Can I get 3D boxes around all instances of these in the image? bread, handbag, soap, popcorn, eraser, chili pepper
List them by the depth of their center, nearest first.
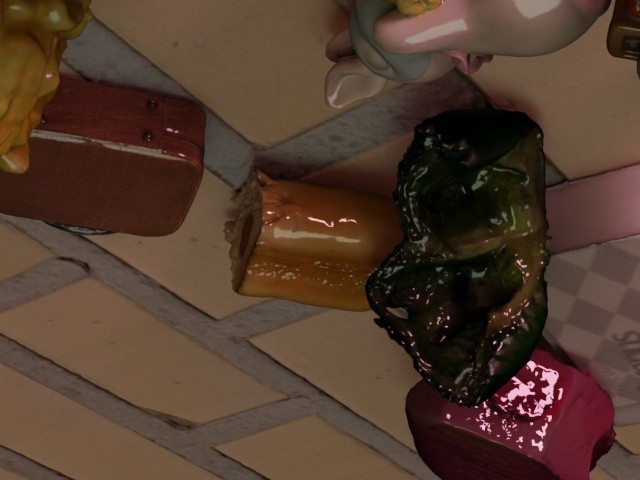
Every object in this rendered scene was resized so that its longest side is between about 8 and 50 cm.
[{"bbox_3d":[-0.278,-0.149,0.902,0.225,0.249,0.249,-48,133,3],"label":"popcorn"},{"bbox_3d":[-0.205,-0.070,1.148,0.193,0.072,0.151,8,146,-14],"label":"handbag"},{"bbox_3d":[0.126,0.010,1.160,0.148,0.264,0.116,-14,-162,-31],"label":"chili pepper"},{"bbox_3d":[0.000,-0.001,1.235,0.173,0.085,0.134,11,136,-14],"label":"bread"},{"bbox_3d":[0.340,0.067,1.338,0.213,0.082,0.397,-14,144,23],"label":"eraser"},{"bbox_3d":[0.214,0.211,1.447,0.220,0.127,0.325,17,159,13],"label":"soap"}]

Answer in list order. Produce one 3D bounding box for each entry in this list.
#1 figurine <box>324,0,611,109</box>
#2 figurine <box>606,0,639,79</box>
[{"bbox_3d":[0.074,-0.175,0.942,0.235,0.127,0.155,-17,161,29],"label":"figurine"},{"bbox_3d":[0.294,-0.171,0.853,0.186,0.261,0.382,7,168,4],"label":"figurine"}]
